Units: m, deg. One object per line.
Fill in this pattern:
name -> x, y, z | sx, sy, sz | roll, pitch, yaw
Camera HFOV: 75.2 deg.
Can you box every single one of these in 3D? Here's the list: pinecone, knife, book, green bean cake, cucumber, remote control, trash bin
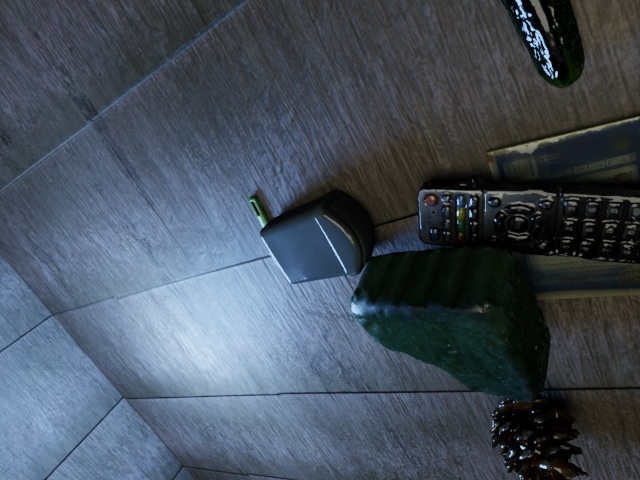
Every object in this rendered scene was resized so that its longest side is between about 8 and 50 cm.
pinecone -> 0.462, 0.436, 0.898 | 0.184, 0.204, 0.179 | 19, 133, -5
knife -> -0.131, -0.015, 1.027 | 0.054, 0.015, 0.212 | -3, 120, 38
book -> 0.439, -0.033, 0.714 | 0.229, 0.018, 0.322 | -8, 117, 33
green bean cake -> 0.253, 0.154, 0.813 | 0.308, 0.169, 0.300 | -5, 134, 41
cucumber -> 0.295, -0.320, 0.564 | 0.075, 0.074, 0.241 | -24, 110, 37
remote control -> 0.365, -0.043, 0.694 | 0.399, 0.062, 0.144 | 7, 124, 27
trash bin -> 0.000, 0.000, 0.916 | 0.236, 0.101, 0.176 | -17, 113, 37
